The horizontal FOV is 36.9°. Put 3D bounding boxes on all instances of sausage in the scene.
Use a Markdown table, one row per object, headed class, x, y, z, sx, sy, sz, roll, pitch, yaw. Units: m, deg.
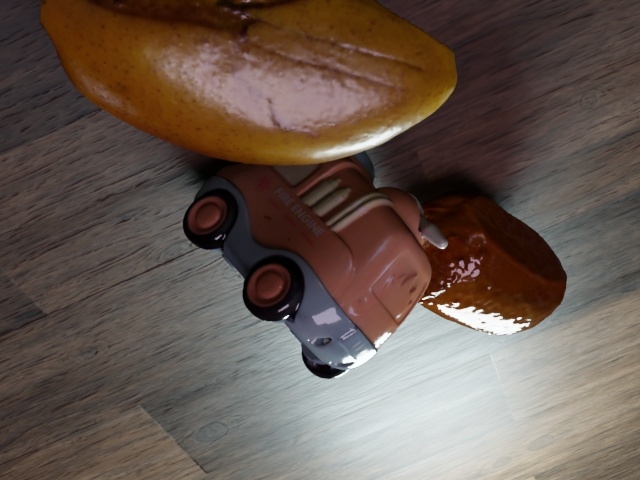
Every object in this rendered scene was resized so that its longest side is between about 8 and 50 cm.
| class | x | y | z | sx | sy | sz | roll | pitch | yaw |
| --- | --- | --- | --- | --- | --- | --- | --- | --- | --- |
| sausage | 0.204 | 0.036 | 1.234 | 0.268 | 0.153 | 0.141 | 25 | 132 | -39 |

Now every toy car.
| class | x | y | z | sx | sy | sz | roll | pitch | yaw |
| --- | --- | --- | --- | --- | --- | --- | --- | --- | --- |
| toy car | 0.000 | 0.000 | 1.055 | 0.212 | 0.270 | 0.180 | -42 | 143 | -4 |

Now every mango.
| class | x | y | z | sx | sy | sz | roll | pitch | yaw |
| --- | --- | --- | --- | --- | --- | --- | --- | --- | --- |
| mango | -0.054 | -0.172 | 0.839 | 0.350 | 0.201 | 0.199 | 15 | 130 | -5 |
